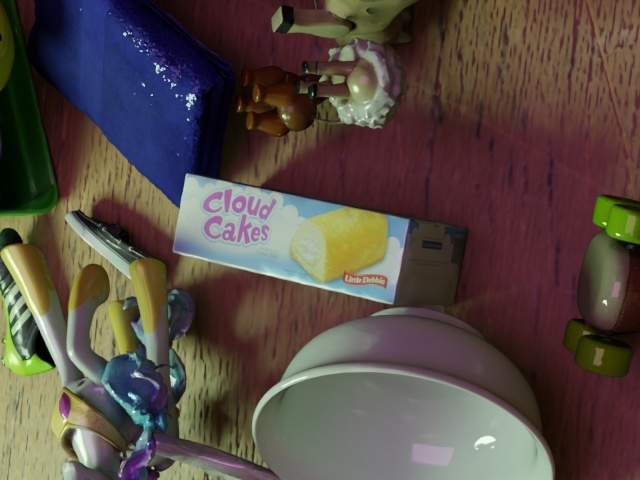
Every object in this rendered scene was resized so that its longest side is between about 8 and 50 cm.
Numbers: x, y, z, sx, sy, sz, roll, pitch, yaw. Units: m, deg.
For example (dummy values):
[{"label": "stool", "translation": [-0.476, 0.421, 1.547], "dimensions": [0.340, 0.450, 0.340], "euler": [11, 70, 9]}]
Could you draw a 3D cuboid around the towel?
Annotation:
[{"label": "towel", "translation": [-0.213, -0.196, 1.746], "dimensions": [0.308, 0.076, 0.227], "euler": [44, 149, 22]}]

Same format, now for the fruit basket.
[{"label": "fruit basket", "translation": [-0.431, -0.206, 1.782], "dimensions": [0.392, 0.283, 0.392], "euler": [3, 95, 42]}]

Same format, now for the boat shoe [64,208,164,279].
[{"label": "boat shoe", "translation": [-0.237, 0.004, 1.813], "dimensions": [0.142, 0.049, 0.040], "euler": [39, 87, 22]}]

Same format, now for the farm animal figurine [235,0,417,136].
[{"label": "farm animal figurine", "translation": [0.030, -0.270, 1.599], "dimensions": [0.327, 0.172, 0.330], "euler": [180, 92, -69]}]

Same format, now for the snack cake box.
[{"label": "snack cake box", "translation": [0.000, 0.000, 1.624], "dimensions": [0.264, 0.152, 0.089], "euler": [12, 94, 27]}]

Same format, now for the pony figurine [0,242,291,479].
[{"label": "pony figurine", "translation": [-0.195, 0.205, 1.649], "dimensions": [0.303, 0.351, 0.363], "euler": [-22, 60, 22]}]

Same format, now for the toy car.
[{"label": "toy car", "translation": [0.342, 0.055, 1.478], "dimensions": [0.188, 0.149, 0.155], "euler": [12, 99, -1]}]

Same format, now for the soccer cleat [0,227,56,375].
[{"label": "soccer cleat", "translation": [-0.347, 0.072, 1.864], "dimensions": [0.072, 0.060, 0.178], "euler": [-6, 92, 18]}]

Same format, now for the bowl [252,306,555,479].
[{"label": "bowl", "translation": [0.089, 0.159, 1.539], "dimensions": [0.298, 0.298, 0.134], "euler": [-9, 47, 28]}]
